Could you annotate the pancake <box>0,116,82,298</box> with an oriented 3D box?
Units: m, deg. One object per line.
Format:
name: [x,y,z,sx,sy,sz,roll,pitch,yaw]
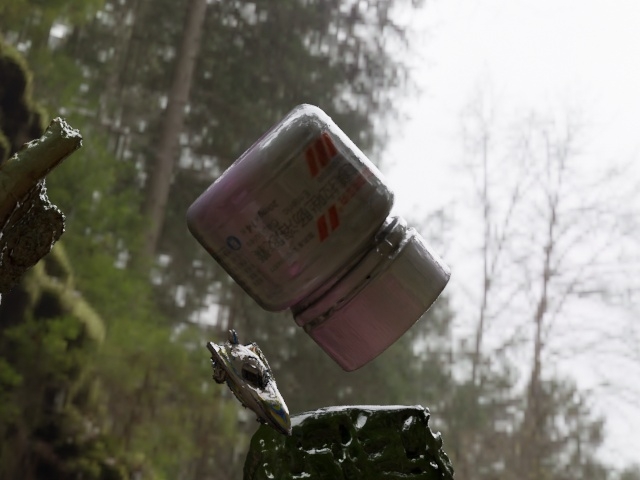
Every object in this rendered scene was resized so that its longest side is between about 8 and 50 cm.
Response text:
pancake: [-0.420,-0.002,2.048,0.197,0.054,0.376,-15,-40,-52]

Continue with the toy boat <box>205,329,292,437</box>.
toy boat: [-0.092,0.213,2.120,0.084,0.210,0.066,7,-60,-39]

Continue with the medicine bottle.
medicine bottle: [0.000,0.000,2.077,0.325,0.256,0.256,48,-48,-5]

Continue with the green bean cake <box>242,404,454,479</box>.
green bean cake: [0.050,0.435,2.411,0.319,0.335,0.218,-9,-35,-17]
